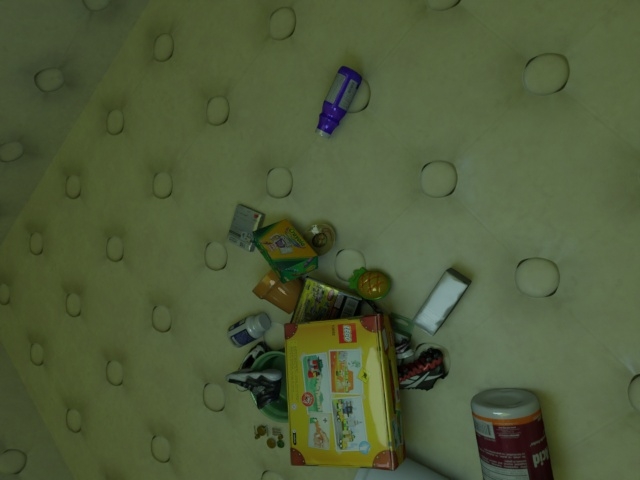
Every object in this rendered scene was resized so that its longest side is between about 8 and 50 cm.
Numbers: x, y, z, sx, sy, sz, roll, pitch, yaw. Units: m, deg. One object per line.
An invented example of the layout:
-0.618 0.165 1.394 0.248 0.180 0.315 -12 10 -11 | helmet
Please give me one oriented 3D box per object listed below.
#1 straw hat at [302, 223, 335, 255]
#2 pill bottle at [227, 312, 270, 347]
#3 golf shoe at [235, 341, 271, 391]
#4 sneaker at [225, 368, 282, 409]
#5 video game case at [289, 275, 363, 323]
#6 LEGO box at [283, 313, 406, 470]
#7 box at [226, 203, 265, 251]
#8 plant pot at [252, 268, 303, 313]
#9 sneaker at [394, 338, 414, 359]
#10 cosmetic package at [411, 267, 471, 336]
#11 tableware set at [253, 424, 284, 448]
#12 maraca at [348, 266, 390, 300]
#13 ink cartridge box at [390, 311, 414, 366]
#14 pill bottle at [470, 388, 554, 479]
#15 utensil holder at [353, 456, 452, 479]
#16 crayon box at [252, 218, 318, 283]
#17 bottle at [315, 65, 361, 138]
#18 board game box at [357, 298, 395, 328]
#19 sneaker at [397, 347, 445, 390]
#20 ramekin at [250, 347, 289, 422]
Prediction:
0.000 0.000 1.870 0.145 0.061 0.144 -1 84 11 | straw hat
-0.326 0.408 2.011 0.187 0.112 0.112 -30 79 24 | pill bottle
-0.339 0.591 2.021 0.105 0.120 0.272 33 106 19 | golf shoe
-0.279 0.623 1.834 0.269 0.101 0.153 -8 86 23 | sneaker
0.014 0.313 1.791 0.248 0.035 0.274 20 101 8 | video game case
0.083 0.532 1.584 0.373 0.193 0.499 -9 76 22 | LEGO box
-0.351 -0.059 2.049 0.145 0.038 0.186 23 102 23 | box
-0.157 0.209 1.891 0.188 0.205 0.205 43 109 1 | plant pot
0.265 0.427 1.688 0.178 0.072 0.077 -19 78 9 | sneaker
0.451 0.225 1.627 0.107 0.127 0.237 33 103 20 | cosmetic package
-0.239 0.913 2.037 0.154 0.024 0.103 -4 93 24 | tableware set
0.195 0.173 1.763 0.186 0.099 0.127 22 67 37 | maraca
0.292 0.404 1.743 0.109 0.062 0.209 19 100 24 | ink cartridge box
0.658 0.731 1.491 0.224 0.224 0.391 -10 88 25 | pill bottle
0.315 0.977 1.610 0.386 0.328 0.327 18 99 22 | utensil holder
-0.148 0.039 1.817 0.278 0.165 0.081 48 151 40 | crayon box
0.067 -0.558 1.789 0.092 0.118 0.282 32 105 19 | bottle
0.179 0.383 1.764 0.165 0.042 0.243 48 118 41 | board game box
0.354 0.524 1.665 0.276 0.097 0.135 -25 100 -2 | sneaker
-0.148 0.616 1.912 0.304 0.148 0.303 1 92 26 | ramekin
